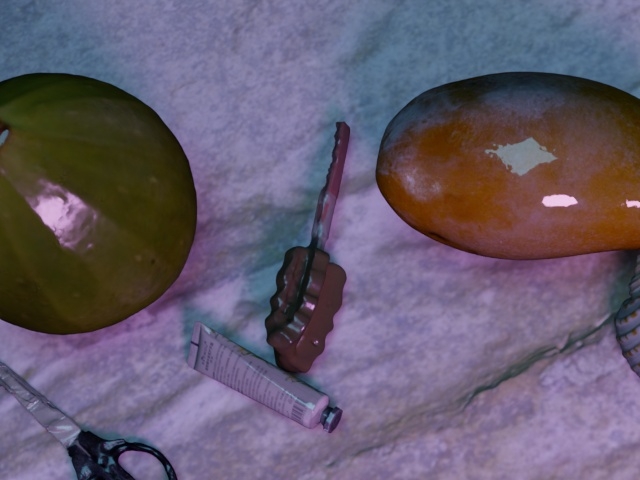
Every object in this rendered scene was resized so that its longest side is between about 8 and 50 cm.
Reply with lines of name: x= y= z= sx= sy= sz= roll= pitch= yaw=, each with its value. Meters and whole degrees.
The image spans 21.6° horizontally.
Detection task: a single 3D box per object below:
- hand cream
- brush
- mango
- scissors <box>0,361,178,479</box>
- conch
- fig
hand cream: x=-0.064 y=0.155 z=1.856 sx=0.194 sy=0.067 sz=0.042 roll=28 pitch=40 yaw=21
brush: x=0.000 y=0.000 z=1.890 sx=0.071 sy=0.084 sz=0.301 roll=7 pitch=64 yaw=17
mango: x=0.244 y=-0.074 z=1.786 sx=0.384 sy=0.221 sz=0.199 roll=12 pitch=115 yaw=17
scissors: x=-0.282 y=0.219 z=1.896 sx=0.300 sy=0.022 sz=0.109 roll=39 pitch=78 yaw=24
conch: x=0.369 y=0.085 z=1.753 sx=0.135 sy=0.102 sz=0.153 roll=-34 pitch=64 yaw=15
fig: x=-0.298 y=-0.051 z=1.849 sx=0.316 sy=0.316 sz=0.316 roll=-5 pitch=67 yaw=12
